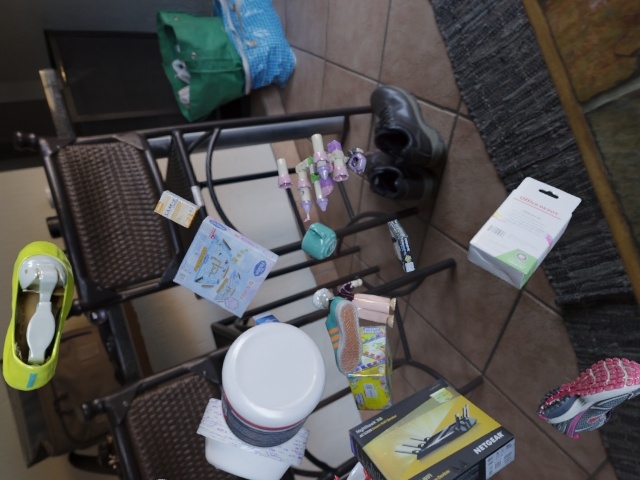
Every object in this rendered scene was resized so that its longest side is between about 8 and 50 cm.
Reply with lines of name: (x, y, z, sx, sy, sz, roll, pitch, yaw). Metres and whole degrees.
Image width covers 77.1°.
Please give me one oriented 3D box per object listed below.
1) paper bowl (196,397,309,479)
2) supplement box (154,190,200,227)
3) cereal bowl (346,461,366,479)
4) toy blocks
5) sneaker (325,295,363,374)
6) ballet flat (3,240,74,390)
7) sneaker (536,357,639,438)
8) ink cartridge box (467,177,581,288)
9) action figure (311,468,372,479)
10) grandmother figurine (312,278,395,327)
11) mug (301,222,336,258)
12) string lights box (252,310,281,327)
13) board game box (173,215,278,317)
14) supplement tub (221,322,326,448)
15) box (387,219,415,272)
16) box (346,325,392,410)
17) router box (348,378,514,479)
paper bowl: (-0.181, 0.527, 1.048, 0.284, 0.284, 0.148, -42, 26, 60)
supplement box: (-0.389, -0.085, 1.092, 0.062, 0.098, 0.036, -62, 9, 9)
cereal bowl: (0.219, 0.909, 1.391, 0.141, 0.339, 0.339, 42, 153, -9)
toy blocks: (0.018, -0.246, 1.701, 0.288, 0.308, 0.260, -25, 69, 40)
sneaker: (0.084, 0.352, 1.516, 0.121, 0.108, 0.302, 23, 119, 60)
ballet flat: (-0.388, 0.086, 0.560, 0.077, 0.077, 0.231, -43, 50, 40)
sneaker: (0.696, 0.399, 1.012, 0.112, 0.121, 0.299, 40, 136, 13)
ink cartridge box: (0.699, -0.034, 1.383, 0.207, 0.353, 0.119, 36, 163, 32)
action figure: (0.071, 0.861, 1.415, 0.139, 0.280, 0.091, 57, 135, 15)
grandmother figurine: (0.135, 0.261, 1.668, 0.104, 0.342, 0.208, 74, -155, -67)
mug: (-0.002, 0.008, 1.548, 0.097, 0.157, 0.130, 29, 101, 19)
string lights box: (-0.176, 0.382, 1.547, 0.259, 0.076, 0.134, 19, 121, 61)
board game box: (-0.381, 0.112, 1.608, 0.319, 0.318, 0.066, -55, 9, 24)
supplement tub: (-0.104, 0.306, 0.818, 0.191, 0.191, 0.272, 59, 151, 28)
box: (0.370, 0.023, 1.844, 0.220, 0.051, 0.175, -98, -10, -68)
box: (0.247, 0.615, 1.935, 0.279, 0.176, 0.290, -77, -23, -51)
router box: (0.261, 0.492, 0.967, 0.243, 0.308, 0.081, 27, 132, 58)
